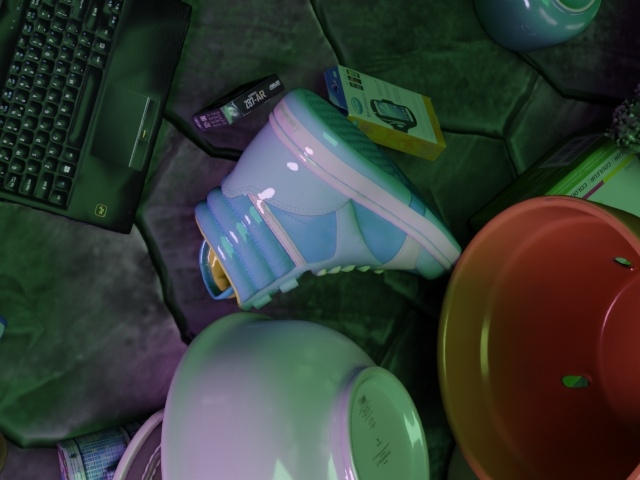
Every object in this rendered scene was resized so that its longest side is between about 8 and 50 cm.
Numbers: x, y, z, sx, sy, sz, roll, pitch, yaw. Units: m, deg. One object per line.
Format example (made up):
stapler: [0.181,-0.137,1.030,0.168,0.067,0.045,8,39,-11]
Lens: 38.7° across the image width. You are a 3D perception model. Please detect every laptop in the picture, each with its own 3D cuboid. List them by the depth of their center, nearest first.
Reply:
laptop: [-0.237,-0.150,0.761,0.264,0.136,0.234,18,83,-26]

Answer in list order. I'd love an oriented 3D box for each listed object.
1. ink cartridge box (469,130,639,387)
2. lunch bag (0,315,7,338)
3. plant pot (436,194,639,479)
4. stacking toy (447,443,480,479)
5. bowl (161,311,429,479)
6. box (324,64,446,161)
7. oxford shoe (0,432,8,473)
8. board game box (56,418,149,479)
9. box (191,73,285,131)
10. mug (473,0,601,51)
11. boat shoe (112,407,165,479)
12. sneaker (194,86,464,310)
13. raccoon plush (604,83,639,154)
ink cartridge box: [0.320,0.027,1.069,0.189,0.097,0.255,-38,106,-21]
lunch bag: [-0.339,0.086,0.715,0.151,0.096,0.128,27,50,-19]
plant pot: [0.281,0.109,0.873,0.204,0.291,0.290,5,89,-31]
stacking toy: [0.311,0.297,1.054,0.330,0.141,0.141,19,82,-30]
bowl: [0.006,0.194,0.810,0.298,0.134,0.297,37,44,-47]
box: [0.061,-0.134,0.950,0.136,0.028,0.081,13,44,-25]
oxford shoe: [-0.434,0.249,0.693,0.397,0.140,0.146,-18,130,-30]
board game box: [-0.175,0.272,0.841,0.194,0.060,0.194,-11,96,-27]
box: [-0.080,-0.131,0.870,0.067,0.083,0.018,-36,107,-21]
mug: [0.241,-0.285,1.023,0.158,0.097,0.129,0,91,-27]
boat shoe: [-0.134,0.298,0.776,0.109,0.091,0.305,13,85,-26]
sneaker: [0.000,0.000,0.907,0.208,0.127,0.319,-42,137,11]
raccoon plush: [0.401,-0.266,1.044,0.299,0.216,0.446,-14,69,-40]
